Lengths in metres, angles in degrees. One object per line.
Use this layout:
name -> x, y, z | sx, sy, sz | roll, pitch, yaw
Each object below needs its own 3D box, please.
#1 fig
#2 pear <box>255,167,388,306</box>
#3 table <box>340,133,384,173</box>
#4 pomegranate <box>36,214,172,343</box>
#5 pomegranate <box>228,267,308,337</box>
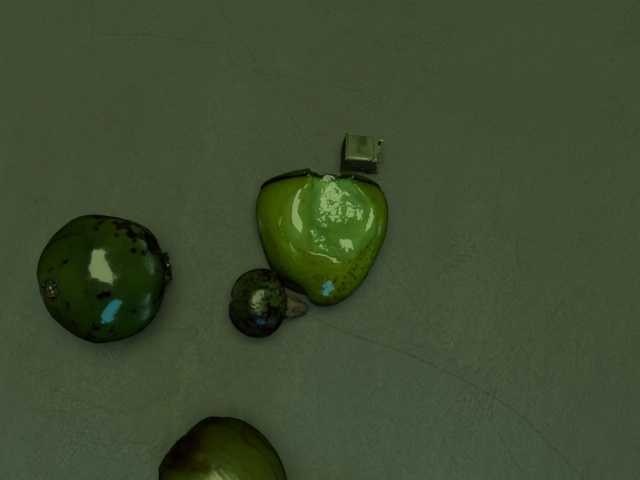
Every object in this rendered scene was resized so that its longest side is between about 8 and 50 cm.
fig -> -0.166, 0.459, 1.508 | 0.239, 0.239, 0.271 | -43, 76, -13
pear -> 0.000, 0.000, 1.684 | 0.292, 0.159, 0.292 | 1, 79, -5
table -> 0.089, -0.183, 1.775 | 0.083, 0.079, 0.062 | 4, 75, -6
pomegranate -> -0.402, 0.067, 1.594 | 0.270, 0.254, 0.254 | -13, 76, -35
pomegranate -> -0.113, 0.130, 1.671 | 0.125, 0.163, 0.138 | -9, 70, 34
